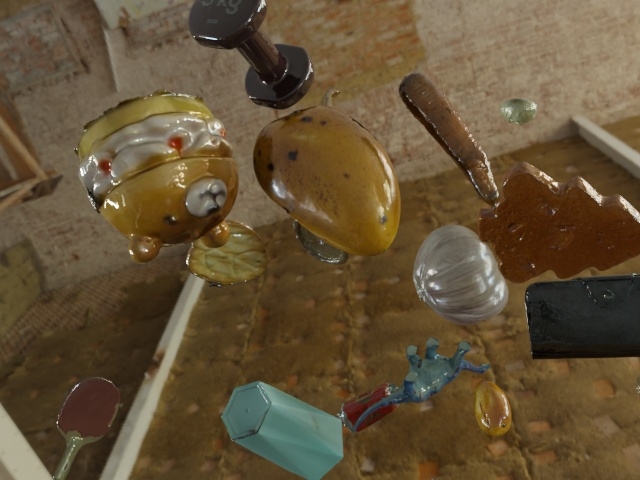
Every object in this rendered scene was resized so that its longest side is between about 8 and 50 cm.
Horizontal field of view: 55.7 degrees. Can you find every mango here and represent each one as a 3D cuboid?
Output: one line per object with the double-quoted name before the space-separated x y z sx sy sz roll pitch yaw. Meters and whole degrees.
"mango" 0.021 -0.100 0.979 0.191 0.290 0.160 -50 163 22
"mango" 0.255 0.250 0.911 0.046 0.060 0.089 13 -144 -24

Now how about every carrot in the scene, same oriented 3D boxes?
"carrot" 0.201 -0.154 0.916 0.059 0.248 0.059 -33 170 -6

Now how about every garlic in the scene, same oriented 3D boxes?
"garlic" 0.418 0.113 1.869 0.259 0.317 0.317 -20 -157 4

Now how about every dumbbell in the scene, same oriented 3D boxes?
"dumbbell" -0.112 -0.333 1.041 0.140 0.225 0.124 20 -101 29

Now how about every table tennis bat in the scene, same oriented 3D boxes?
"table tennis bat" -0.542 0.426 1.378 0.022 0.131 0.234 6 -110 50

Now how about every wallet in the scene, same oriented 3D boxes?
"wallet" 0.578 0.155 1.209 0.318 0.172 0.045 -6 -177 26

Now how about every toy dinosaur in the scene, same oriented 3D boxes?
"toy dinosaur" 0.203 0.249 1.143 0.329 0.144 0.076 -18 -141 -25

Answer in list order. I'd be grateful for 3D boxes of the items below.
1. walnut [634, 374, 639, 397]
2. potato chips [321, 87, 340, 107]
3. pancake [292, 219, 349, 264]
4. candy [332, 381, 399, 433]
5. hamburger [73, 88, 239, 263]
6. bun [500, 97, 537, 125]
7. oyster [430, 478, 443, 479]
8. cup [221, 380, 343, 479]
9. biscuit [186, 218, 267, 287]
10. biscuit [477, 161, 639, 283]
"walnut" 0.718 0.316 1.287 0.096 0.079 0.082 -14 -134 43
"potato chips" 0.021 -0.331 1.453 0.026 0.037 0.204 -58 -170 28
"pancake" 0.001 -0.001 1.693 0.199 0.199 0.021 6 -135 46
"candy" 0.133 0.439 1.594 0.292 0.086 0.059 -33 -177 23
"hamburger" -0.263 -0.095 1.041 0.276 0.237 0.276 -23 169 -5
"bun" 0.463 -0.298 1.417 0.086 0.055 0.086 6 179 0
"oyster" 0.297 0.572 1.159 0.100 0.275 0.271 -34 -118 -11
"cup" -0.074 0.359 1.141 0.134 0.235 0.148 -25 -131 22
"biscuit" -0.249 0.042 1.671 0.203 0.260 0.041 -53 -137 7
"biscuit" 0.441 -0.019 1.096 0.306 0.284 0.043 6 -136 16
